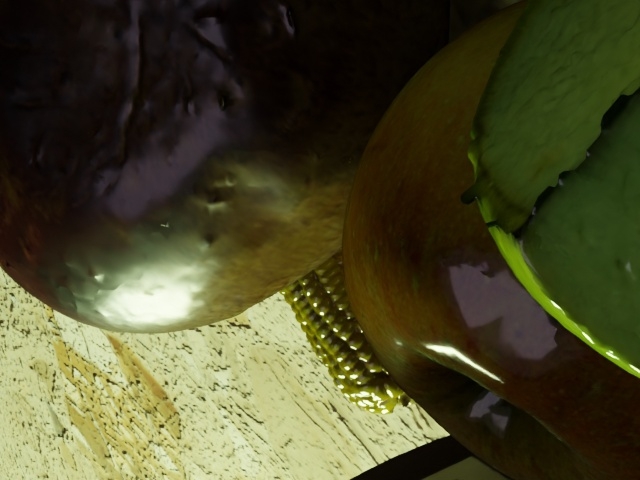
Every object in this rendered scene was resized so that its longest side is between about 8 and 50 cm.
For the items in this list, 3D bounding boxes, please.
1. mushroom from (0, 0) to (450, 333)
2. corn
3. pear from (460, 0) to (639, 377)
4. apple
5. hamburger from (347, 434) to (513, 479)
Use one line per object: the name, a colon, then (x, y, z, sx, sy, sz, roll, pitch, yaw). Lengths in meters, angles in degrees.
mushroom: (-0.081, -0.116, 0.962, 0.345, 0.345, 0.239, 50, -170, 12)
corn: (0.000, 0.000, 1.105, 0.231, 0.080, 0.080, 59, 149, 2)
pear: (0.219, -0.047, 0.643, 0.159, 0.292, 0.292, -98, -18, -79)
apple: (0.130, 0.000, 0.819, 0.237, 0.207, 0.237, 35, 161, 14)
hamburger: (0.113, 0.249, 0.934, 0.330, 0.330, 0.250, -2, 111, 55)
